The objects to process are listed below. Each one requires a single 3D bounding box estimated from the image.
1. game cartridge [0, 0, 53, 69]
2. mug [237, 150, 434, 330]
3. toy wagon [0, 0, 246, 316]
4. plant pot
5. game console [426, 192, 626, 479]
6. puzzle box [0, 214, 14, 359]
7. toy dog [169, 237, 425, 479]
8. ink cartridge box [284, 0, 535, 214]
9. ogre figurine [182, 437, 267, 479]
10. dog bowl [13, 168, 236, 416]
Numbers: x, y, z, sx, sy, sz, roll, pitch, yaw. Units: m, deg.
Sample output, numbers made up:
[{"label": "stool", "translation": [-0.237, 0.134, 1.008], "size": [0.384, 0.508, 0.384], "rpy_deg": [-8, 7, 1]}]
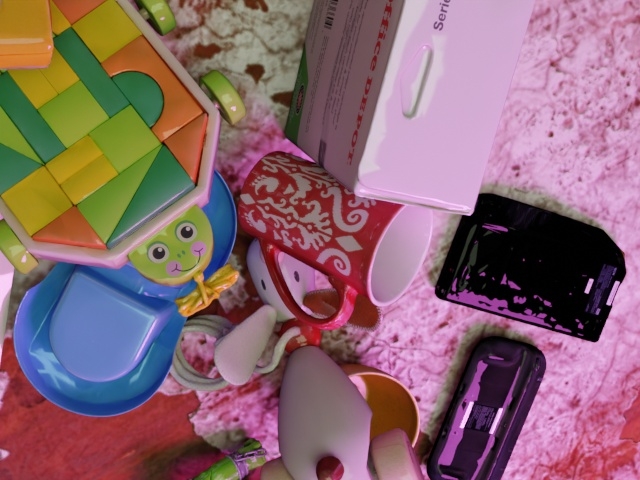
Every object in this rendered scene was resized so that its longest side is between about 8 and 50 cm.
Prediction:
[{"label": "game cartridge", "translation": [-0.406, -0.279, 0.940], "size": [0.323, 0.052, 0.285], "rpy_deg": [-5, 76, -21]}, {"label": "mug", "translation": [0.000, -0.008, 1.080], "size": [0.150, 0.169, 0.113], "rpy_deg": [-47, 147, -30]}, {"label": "toy wagon", "translation": [-0.201, -0.083, 1.049], "size": [0.267, 0.068, 0.344], "rpy_deg": [-37, 80, -9]}, {"label": "plant pot", "translation": [0.035, 0.195, 1.261], "size": [0.134, 0.095, 0.134], "rpy_deg": [-4, 106, -14]}, {"label": "game console", "translation": [0.214, 0.135, 1.321], "size": [0.213, 0.044, 0.361], "rpy_deg": [17, 101, -17]}, {"label": "puzzle box", "translation": [-0.463, 0.111, 1.127], "size": [0.272, 0.052, 0.409], "rpy_deg": [9, 103, -17]}, {"label": "toy dog", "translation": [-0.018, 0.143, 1.115], "size": [0.220, 0.161, 0.334], "rpy_deg": [-38, 72, -4]}, {"label": "ink cartridge box", "translation": [0.071, -0.162, 1.060], "size": [0.121, 0.289, 0.211], "rpy_deg": [10, 103, -17]}, {"label": "ogre figurine", "translation": [-0.116, 0.335, 1.268], "size": [0.118, 0.097, 0.197], "rpy_deg": [-7, 124, -31]}, {"label": "dog bowl", "translation": [-0.196, 0.035, 1.145], "size": [0.166, 0.074, 0.297], "rpy_deg": [28, 98, -2]}]
